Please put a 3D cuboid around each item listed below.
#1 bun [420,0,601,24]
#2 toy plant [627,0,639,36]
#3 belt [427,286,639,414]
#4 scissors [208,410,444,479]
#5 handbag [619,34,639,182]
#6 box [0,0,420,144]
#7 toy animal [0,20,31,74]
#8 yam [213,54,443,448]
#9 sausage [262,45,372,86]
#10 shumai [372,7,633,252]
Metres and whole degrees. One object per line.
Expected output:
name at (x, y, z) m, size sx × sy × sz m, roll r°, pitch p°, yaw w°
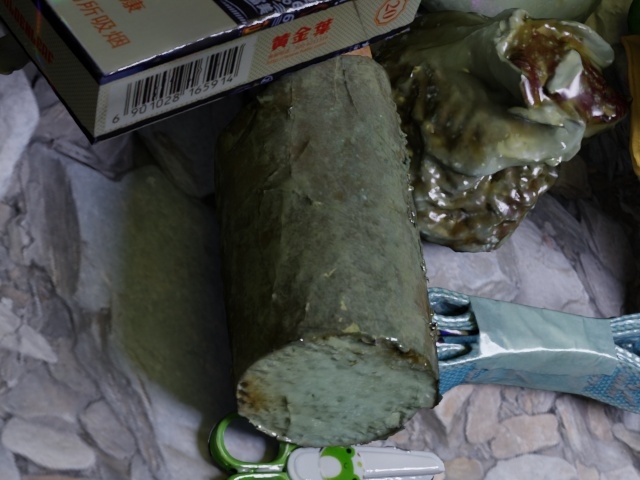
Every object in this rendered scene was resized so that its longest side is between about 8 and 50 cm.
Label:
bun at (0.205, -0.348, 1.337) m, size 0.283 × 0.179 × 0.283 m, roll 12°, pitch 60°, yaw -21°
toy plant at (0.465, -0.276, 1.467) m, size 0.235 × 0.175 × 0.218 m, roll 26°, pitch 57°, yaw 16°
belt at (0.200, 0.101, 1.139) m, size 0.303 × 0.072 × 0.087 m, roll 6°, pitch 61°, yaw -16°
scissors at (0.010, 0.187, 1.033) m, size 0.205 × 0.027 × 0.101 m, roll 5°, pitch 64°, yaw -26°
handbag at (0.423, -0.098, 1.226) m, size 0.283 × 0.133 × 0.401 m, roll 32°, pitch 27°, yaw -6°
box at (-0.091, -0.211, 1.003) m, size 0.310 × 0.084 × 0.198 m, roll -25°, pitch 63°, yaw -29°
toy animal at (-0.305, -0.164, 0.999) m, size 0.155 × 0.095 × 0.219 m, roll 29°, pitch 53°, yaw -19°
yam at (0.000, 0.000, 1.031) m, size 0.168 × 0.168 × 0.304 m, roll 9°, pitch 54°, yaw -26°
sausage at (-0.072, -0.217, 1.149) m, size 0.270 × 0.109 × 0.109 m, roll 40°, pitch 52°, yaw -1°
shumai at (0.153, -0.128, 1.173) m, size 0.189 × 0.218 × 0.255 m, roll 27°, pitch 54°, yaw -27°
